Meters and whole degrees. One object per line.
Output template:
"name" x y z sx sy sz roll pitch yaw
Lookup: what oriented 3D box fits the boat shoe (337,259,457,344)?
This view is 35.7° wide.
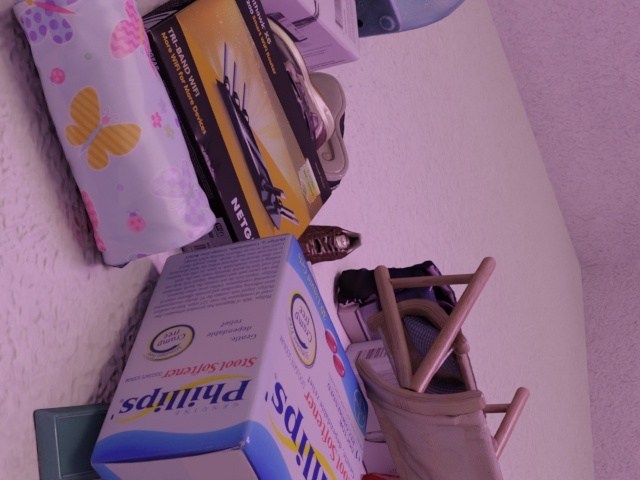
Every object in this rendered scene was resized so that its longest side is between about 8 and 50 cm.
"boat shoe" 0.157 0.174 1.562 0.127 0.158 0.340 -78 148 -45

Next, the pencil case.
"pencil case" -0.188 -0.114 0.932 0.124 0.113 0.273 -63 137 -70

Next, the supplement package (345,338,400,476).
"supplement package" 0.105 0.246 1.469 0.105 0.105 0.179 -55 128 -62

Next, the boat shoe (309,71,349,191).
"boat shoe" -0.005 -0.160 1.481 0.079 0.084 0.233 108 -16 -50

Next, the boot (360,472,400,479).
"boot" 0.161 0.384 1.442 0.244 0.176 0.088 45 37 -56

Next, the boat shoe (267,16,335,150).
"boat shoe" -0.058 -0.206 1.337 0.223 0.080 0.073 55 46 -29

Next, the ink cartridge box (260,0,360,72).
"ink cartridge box" -0.051 -0.381 1.403 0.273 0.114 0.197 30 53 -63

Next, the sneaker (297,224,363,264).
"sneaker" 0.000 0.000 1.386 0.188 0.071 0.066 -13 91 -69

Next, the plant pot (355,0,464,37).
"plant pot" 0.096 -0.466 1.659 0.252 0.247 0.247 -57 133 -39

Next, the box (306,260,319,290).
"box" -0.053 0.091 1.188 0.101 0.087 0.102 -40 117 -66

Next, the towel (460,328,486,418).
"towel" 0.229 0.257 1.862 0.312 0.056 0.324 -42 115 -69

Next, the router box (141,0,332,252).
"router box" -0.108 -0.128 1.148 0.243 0.081 0.309 -55 130 -53

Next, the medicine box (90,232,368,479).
"medicine box" -0.069 0.187 0.979 0.289 0.149 0.263 -80 153 -52

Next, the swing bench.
"swing bench" 0.151 0.198 1.217 0.255 0.165 0.253 -72 150 -50

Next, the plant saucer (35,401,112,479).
"plant saucer" -0.189 0.180 0.905 0.192 0.018 0.067 14 66 -67
